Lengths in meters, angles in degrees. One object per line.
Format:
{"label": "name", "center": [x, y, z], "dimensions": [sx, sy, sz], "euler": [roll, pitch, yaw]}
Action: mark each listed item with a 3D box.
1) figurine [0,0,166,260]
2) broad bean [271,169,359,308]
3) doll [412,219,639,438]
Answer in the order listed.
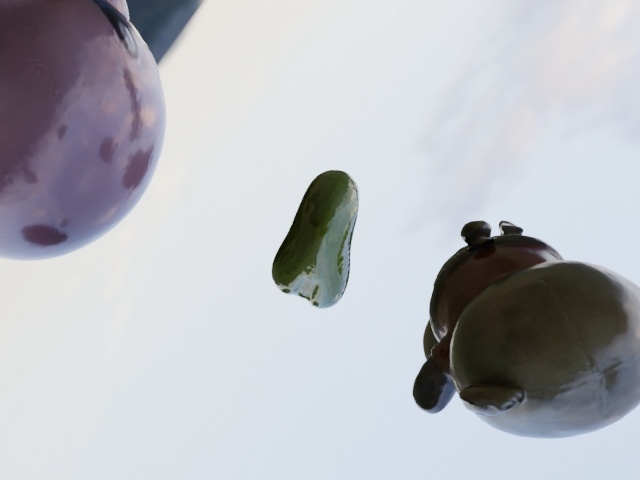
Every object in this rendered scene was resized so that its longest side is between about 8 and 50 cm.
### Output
{"label": "figurine", "center": [-0.235, -0.080, 1.352], "dimensions": [0.261, 0.211, 0.270], "euler": [-39, 160, 4]}
{"label": "broad bean", "center": [0.000, 0.000, 1.020], "dimensions": [0.063, 0.045, 0.083], "euler": [-70, 177, -65]}
{"label": "doll", "center": [0.199, 0.078, 1.672], "dimensions": [0.235, 0.174, 0.330], "euler": [-16, -163, -11]}
